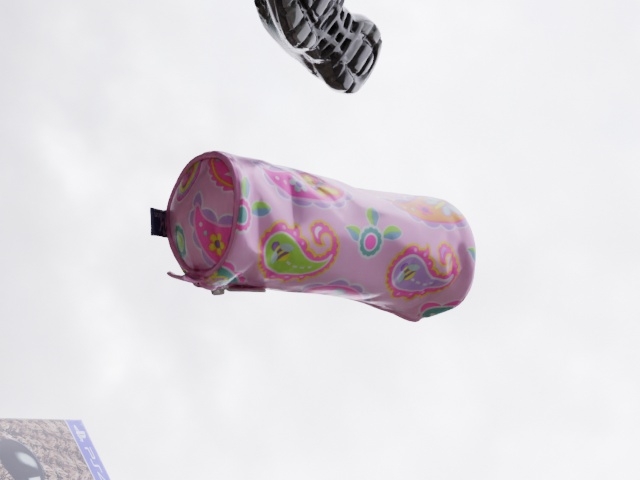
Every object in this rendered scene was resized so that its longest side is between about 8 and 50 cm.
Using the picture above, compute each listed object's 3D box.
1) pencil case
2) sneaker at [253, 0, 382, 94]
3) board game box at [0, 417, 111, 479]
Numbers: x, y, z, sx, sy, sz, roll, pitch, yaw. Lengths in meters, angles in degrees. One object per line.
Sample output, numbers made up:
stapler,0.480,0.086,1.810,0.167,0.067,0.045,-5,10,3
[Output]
pencil case,0.000,0.000,1.370,0.124,0.284,0.124,-16,-110,51
sneaker,-0.025,-0.226,1.504,0.106,0.267,0.101,29,-103,24
board game box,-0.269,0.270,1.216,0.141,0.291,0.232,-37,-110,18
